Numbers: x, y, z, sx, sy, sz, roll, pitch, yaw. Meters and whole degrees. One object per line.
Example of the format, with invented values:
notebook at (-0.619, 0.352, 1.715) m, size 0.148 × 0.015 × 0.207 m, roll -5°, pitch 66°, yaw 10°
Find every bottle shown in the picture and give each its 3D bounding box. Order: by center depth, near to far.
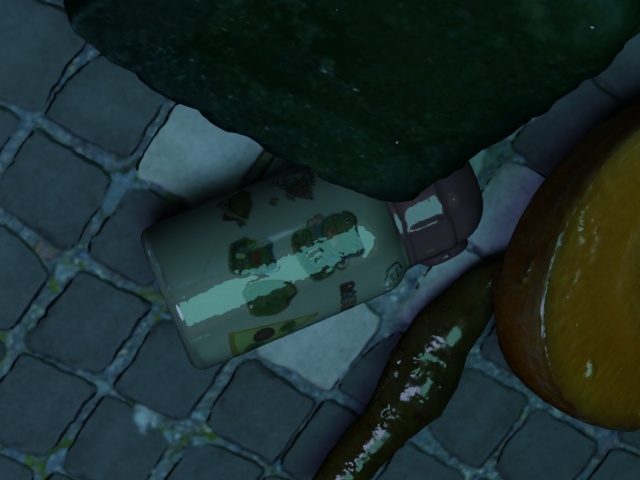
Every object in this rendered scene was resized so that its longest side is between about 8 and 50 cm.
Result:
bottle at (0.000, 0.000, 1.416) m, size 0.253 × 0.120 × 0.120 m, roll -21°, pitch 118°, yaw -4°

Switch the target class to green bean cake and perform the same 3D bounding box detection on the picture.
green bean cake at (0.028, -0.192, 1.238) m, size 0.300 × 0.169 × 0.308 m, roll 30°, pitch 144°, yaw -22°

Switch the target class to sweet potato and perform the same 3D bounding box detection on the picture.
sweet potato at (0.073, 0.119, 1.521) m, size 0.067 × 0.067 × 0.274 m, roll 34°, pitch 98°, yaw -25°

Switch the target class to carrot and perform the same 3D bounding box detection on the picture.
carrot at (0.274, 0.009, 1.494) m, size 0.307 × 0.100 × 0.258 m, roll -50°, pitch 123°, yaw -7°
